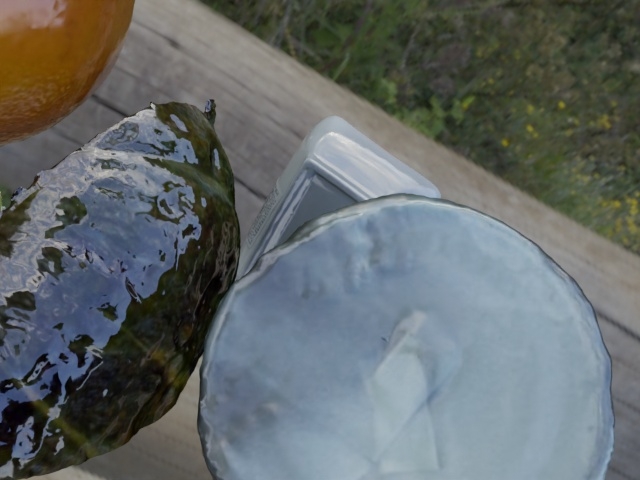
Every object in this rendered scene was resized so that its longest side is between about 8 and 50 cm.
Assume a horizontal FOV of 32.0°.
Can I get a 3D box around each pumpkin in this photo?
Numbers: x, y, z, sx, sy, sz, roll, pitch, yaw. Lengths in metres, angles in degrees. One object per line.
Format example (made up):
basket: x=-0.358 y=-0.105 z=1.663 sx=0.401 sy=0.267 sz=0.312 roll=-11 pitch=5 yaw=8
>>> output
pumpkin: x=-0.109 y=0.018 z=0.589 sx=0.111 sy=0.163 sz=0.278 roll=38 pitch=24 yaw=20

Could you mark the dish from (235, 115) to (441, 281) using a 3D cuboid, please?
dish: x=0.000 y=0.000 z=1.091 sx=0.151 sy=0.212 sz=0.077 roll=37 pitch=21 yaw=15

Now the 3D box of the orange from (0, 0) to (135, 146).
orange: x=-0.241 y=-0.164 z=0.680 sx=0.261 sy=0.261 sz=0.261 roll=11 pitch=62 yaw=-21

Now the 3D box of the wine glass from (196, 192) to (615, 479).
wine glass: x=0.044 y=0.128 z=0.728 sx=0.267 sy=0.406 sz=0.267 roll=0 pitch=71 yaw=0

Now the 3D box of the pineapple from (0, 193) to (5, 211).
pineapple: x=-0.355 y=-0.008 z=0.958 sx=0.140 sy=0.250 sz=0.164 roll=-6 pitch=41 yaw=5
